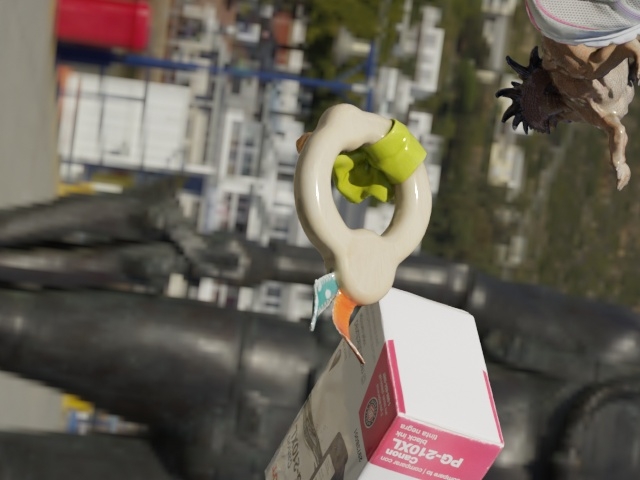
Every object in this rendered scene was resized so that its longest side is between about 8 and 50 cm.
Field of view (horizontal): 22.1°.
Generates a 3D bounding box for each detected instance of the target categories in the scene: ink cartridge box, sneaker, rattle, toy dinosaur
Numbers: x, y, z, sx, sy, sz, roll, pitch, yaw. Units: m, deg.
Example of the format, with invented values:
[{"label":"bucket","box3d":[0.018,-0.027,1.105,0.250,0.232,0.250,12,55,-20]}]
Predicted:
[{"label":"ink cartridge box","box3d":[0.045,0.185,1.372,0.172,0.100,0.237,-97,-150,-54]},{"label":"sneaker","box3d":[0.277,-0.247,1.329,0.111,0.252,0.103,32,35,-61]},{"label":"rattle","box3d":[0.000,0.000,1.291,0.130,0.142,0.200,23,71,-50]},{"label":"toy dinosaur","box3d":[0.283,-0.193,1.794,0.127,0.200,0.296,-44,149,-30]}]
